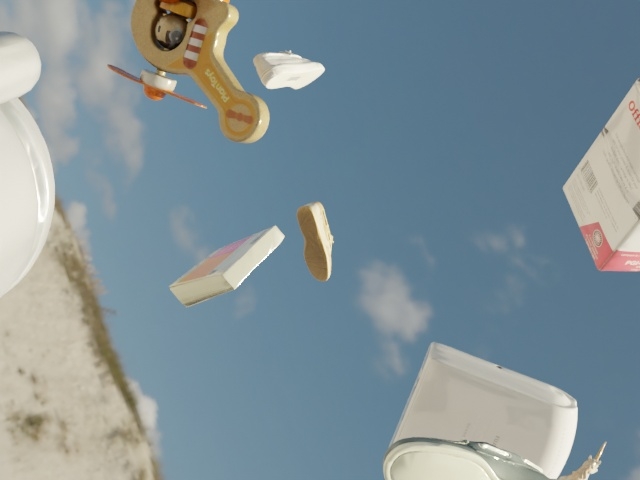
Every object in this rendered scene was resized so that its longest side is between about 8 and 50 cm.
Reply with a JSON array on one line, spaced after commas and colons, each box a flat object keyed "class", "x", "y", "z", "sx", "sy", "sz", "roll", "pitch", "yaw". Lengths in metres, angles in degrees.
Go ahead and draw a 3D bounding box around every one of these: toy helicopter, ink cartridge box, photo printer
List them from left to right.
[{"class": "toy helicopter", "x": -0.211, "y": -0.290, "z": 1.670, "sx": 0.235, "sy": 0.140, "sz": 0.355, "roll": -43, "pitch": -112, "yaw": 19}, {"class": "photo printer", "x": 0.305, "y": 0.353, "z": 1.848, "sx": 0.308, "sy": 0.107, "sz": 0.256, "roll": 21, "pitch": -72, "yaw": 3}, {"class": "ink cartridge box", "x": 0.430, "y": -0.084, "z": 1.327, "sx": 0.218, "sy": 0.092, "sz": 0.158, "roll": 112, "pitch": -27, "yaw": -48}]

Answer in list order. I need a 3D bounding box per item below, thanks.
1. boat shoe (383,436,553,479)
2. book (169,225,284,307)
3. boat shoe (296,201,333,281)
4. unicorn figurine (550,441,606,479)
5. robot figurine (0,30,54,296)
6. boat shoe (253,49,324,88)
[{"class": "boat shoe", "x": 0.209, "y": 0.329, "z": 1.365, "sx": 0.116, "sy": 0.320, "sz": 0.099, "roll": -62, "pitch": -155, "yaw": 14}, {"class": "book", "x": -0.114, "y": 0.029, "z": 1.214, "sx": 0.035, "sy": 0.096, "sz": 0.144, "roll": 52, "pitch": -31, "yaw": -12}, {"class": "boat shoe", "x": 0.000, "y": 0.000, "z": 2.052, "sx": 0.063, "sy": 0.059, "sz": 0.170, "roll": 7, "pitch": -62, "yaw": 37}, {"class": "unicorn figurine", "x": 0.391, "y": 0.399, "z": 1.602, "sx": 0.060, "sy": 0.162, "sz": 0.111, "roll": -99, "pitch": 175, "yaw": -57}, {"class": "robot figurine", "x": -0.298, "y": -0.018, "z": 0.644, "sx": 0.200, "sy": 0.300, "sz": 0.353, "roll": 48, "pitch": 15, "yaw": -8}, {"class": "boat shoe", "x": -0.058, "y": -0.307, "z": 1.766, "sx": 0.066, "sy": 0.184, "sz": 0.063, "roll": -37, "pitch": -99, "yaw": 35}]
